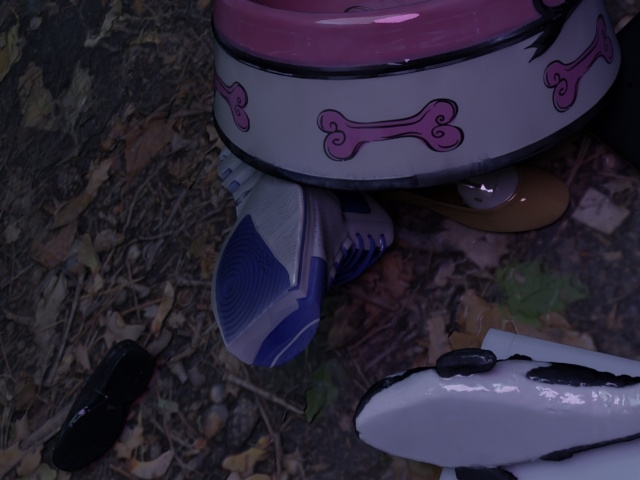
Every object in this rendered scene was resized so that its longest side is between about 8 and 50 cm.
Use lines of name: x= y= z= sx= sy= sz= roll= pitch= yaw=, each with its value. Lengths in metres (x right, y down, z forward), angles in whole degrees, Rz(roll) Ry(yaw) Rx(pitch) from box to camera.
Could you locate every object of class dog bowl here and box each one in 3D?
dog bowl: x=0.079 y=-0.221 z=0.932 sx=0.408 sy=0.150 sz=0.408 roll=-9 pitch=37 yaw=7

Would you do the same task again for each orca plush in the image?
orca plush: x=0.172 y=0.115 z=0.819 sx=0.287 sy=0.151 sz=0.102 roll=-23 pitch=26 yaw=26

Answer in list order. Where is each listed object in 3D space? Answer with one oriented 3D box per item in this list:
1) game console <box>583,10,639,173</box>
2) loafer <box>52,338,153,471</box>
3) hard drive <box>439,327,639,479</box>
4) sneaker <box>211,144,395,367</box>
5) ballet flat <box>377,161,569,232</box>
game console: x=0.448 y=-0.174 z=0.852 sx=0.386 sy=0.060 sz=0.342 roll=-44 pitch=52 yaw=7
loafer: x=-0.259 y=0.194 z=1.144 sx=0.170 sy=0.062 sz=0.061 roll=-53 pitch=29 yaw=-4
hard drive: x=0.254 y=0.202 z=0.812 sx=0.307 sy=0.040 sz=0.203 roll=10 pitch=74 yaw=36
sneaker: x=0.000 y=-0.001 z=0.965 sx=0.127 sy=0.182 sz=0.315 roll=-40 pitch=32 yaw=27
ballet flat: x=0.136 y=-0.060 z=0.990 sx=0.232 sy=0.073 sz=0.080 roll=11 pitch=75 yaw=36
